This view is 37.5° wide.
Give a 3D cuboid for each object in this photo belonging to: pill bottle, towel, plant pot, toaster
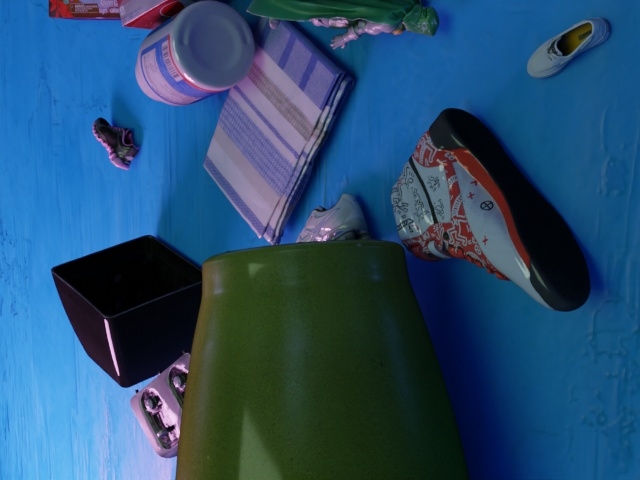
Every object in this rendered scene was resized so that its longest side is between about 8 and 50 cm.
[{"bbox_3d":[-0.191,-0.261,1.358,0.221,0.124,0.124,0,96,62],"label":"pill bottle"},{"bbox_3d":[-0.067,-0.160,1.317,0.209,0.034,0.285,48,126,35],"label":"towel"},{"bbox_3d":[-0.300,0.123,1.517,0.187,0.188,0.167,29,128,41],"label":"plant pot"},{"bbox_3d":[-0.008,0.184,1.082,0.366,0.366,0.353,-12,81,48],"label":"plant pot"},{"bbox_3d":[-0.157,0.226,1.380,0.168,0.185,0.110,-38,70,35],"label":"toaster"}]

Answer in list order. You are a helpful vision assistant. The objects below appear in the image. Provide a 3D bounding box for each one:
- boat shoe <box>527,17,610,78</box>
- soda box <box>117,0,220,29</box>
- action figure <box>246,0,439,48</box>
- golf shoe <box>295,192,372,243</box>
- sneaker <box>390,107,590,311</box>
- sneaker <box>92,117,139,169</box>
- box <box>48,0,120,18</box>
[{"bbox_3d":[0.246,-0.196,0.963,0.100,0.035,0.035,-25,77,46],"label":"boat shoe"},{"bbox_3d":[-0.174,-0.382,1.324,0.263,0.092,0.084,-17,84,37],"label":"soda box"},{"bbox_3d":[0.042,-0.274,1.135,0.232,0.137,0.064,17,132,37],"label":"action figure"},{"bbox_3d":[0.000,0.000,1.258,0.176,0.069,0.086,-30,56,40],"label":"golf shoe"},{"bbox_3d":[0.176,-0.003,1.034,0.145,0.090,0.270,-54,54,39],"label":"sneaker"},{"bbox_3d":[-0.349,-0.178,1.625,0.057,0.047,0.119,-48,61,18],"label":"sneaker"},{"bbox_3d":[-0.367,-0.473,1.581,0.293,0.057,0.201,14,105,46],"label":"box"}]
